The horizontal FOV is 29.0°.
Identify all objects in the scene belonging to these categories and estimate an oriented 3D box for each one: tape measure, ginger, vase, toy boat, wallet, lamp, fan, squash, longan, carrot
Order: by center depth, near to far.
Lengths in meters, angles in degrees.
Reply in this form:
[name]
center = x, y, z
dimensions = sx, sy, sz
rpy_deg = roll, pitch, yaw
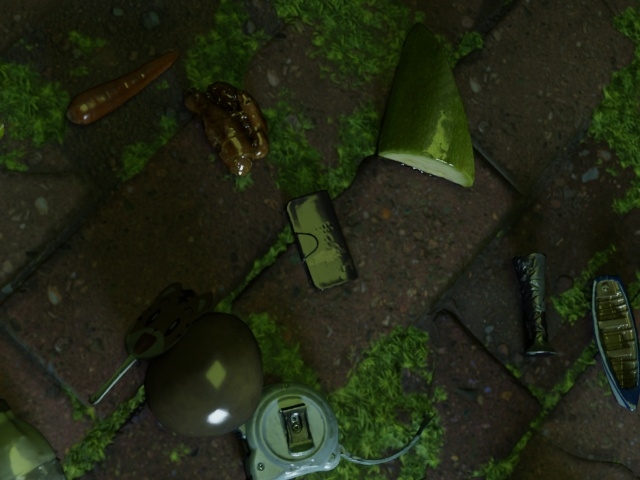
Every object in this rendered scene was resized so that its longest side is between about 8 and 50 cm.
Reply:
[lamp]
center = -0.407, 0.329, 1.719
dimensions = 0.101, 0.101, 0.250
rpy_deg = -28, 91, -21
[fan]
center = -0.254, 0.151, 1.791
dimensions = 0.227, 0.152, 0.008
rpy_deg = -50, 121, -16
[longan]
center = -0.164, 0.196, 1.792
dimensions = 0.189, 0.189, 0.189
rpy_deg = 4, 77, -17
[tape measure]
center = 0.031, 0.273, 1.878
dimensions = 0.330, 0.084, 0.164
rpy_deg = -15, 87, -18
[carrot]
center = -0.298, -0.241, 1.912
dimensions = 0.216, 0.048, 0.048
rpy_deg = -35, 90, -26
[ginger]
center = -0.135, -0.187, 1.932
dimensions = 0.103, 0.073, 0.162
rpy_deg = -35, 89, -22
[wallet]
center = 0.000, 0.000, 1.964
dimensions = 0.082, 0.018, 0.157
rpy_deg = -16, 84, -20
[vase]
center = 0.351, 0.107, 2.030
dimensions = 0.059, 0.059, 0.167
rpy_deg = -1, 78, -18
[squash]
center = 0.206, -0.235, 2.041
dimensions = 0.169, 0.093, 0.252
rpy_deg = 19, 73, -11
[toy boat]
center = 0.491, 0.172, 2.067
dimensions = 0.080, 0.046, 0.229
rpy_deg = -7, 81, -20

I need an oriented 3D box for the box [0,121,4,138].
[box]
center = -0.614, -0.176, 1.784
dimensions = 0.260, 0.062, 0.175
rpy_deg = 38, 70, -6
